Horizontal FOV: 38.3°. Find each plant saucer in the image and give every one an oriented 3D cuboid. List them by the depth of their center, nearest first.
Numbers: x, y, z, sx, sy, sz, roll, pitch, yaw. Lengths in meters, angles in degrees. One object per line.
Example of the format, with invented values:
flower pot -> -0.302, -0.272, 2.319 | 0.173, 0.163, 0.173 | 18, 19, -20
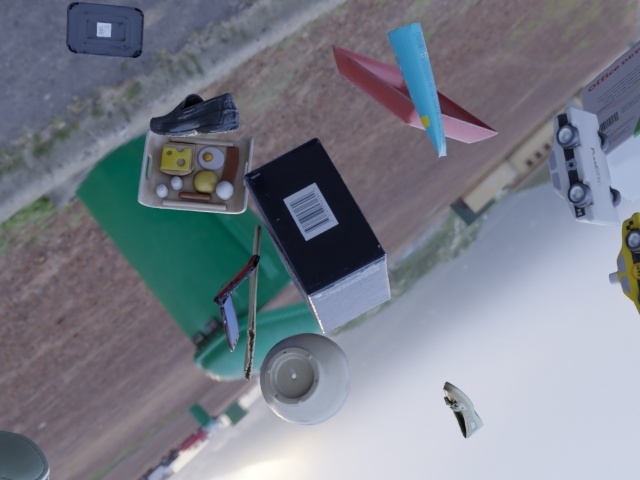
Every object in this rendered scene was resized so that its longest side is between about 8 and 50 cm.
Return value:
plant saucer -> 0.170, -0.266, 1.733 | 0.259, 0.258, 0.048 | 7, 119, -47

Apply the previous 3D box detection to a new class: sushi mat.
sushi mat -> -0.137, 0.120, 1.870 | 0.317, 0.019, 0.152 | -91, -172, -50

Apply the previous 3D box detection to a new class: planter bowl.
planter bowl -> -0.036, 0.235, 1.576 | 0.162, 0.162, 0.109 | -43, 163, 3

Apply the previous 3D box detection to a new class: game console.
game console -> -0.126, 0.099, 1.527 | 0.124, 0.085, 0.144 | -43, -174, 5

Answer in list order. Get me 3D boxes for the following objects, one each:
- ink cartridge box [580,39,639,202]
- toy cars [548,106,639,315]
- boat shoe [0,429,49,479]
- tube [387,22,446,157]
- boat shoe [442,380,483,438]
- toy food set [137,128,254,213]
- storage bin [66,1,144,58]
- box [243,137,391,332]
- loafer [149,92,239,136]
ink cartridge box -> 0.597, -0.236, 1.689 | 0.201, 0.117, 0.278 | -42, -158, 34
toy cars -> 0.456, -0.025, 1.459 | 0.087, 0.394, 0.176 | -22, -160, 44
boat shoe -> -0.471, 0.319, 1.327 | 0.081, 0.227, 0.069 | -39, 135, -45
tube -> 0.159, -0.229, 1.422 | 0.052, 0.207, 0.080 | -17, -177, 22
boat shoe -> 0.296, 0.362, 1.964 | 0.048, 0.153, 0.056 | -43, -144, -14
toy food set -> -0.349, -0.200, 2.597 | 0.092, 0.305, 0.220 | 101, -7, -77
storage bin -> -0.526, -0.513, 2.248 | 0.084, 0.180, 0.122 | -140, -126, -67
box -> 0.000, 0.000, 1.917 | 0.182, 0.296, 0.294 | -28, 159, -3
loafer -> -0.241, -0.239, 1.755 | 0.223, 0.078, 0.076 | 0, -172, 40
